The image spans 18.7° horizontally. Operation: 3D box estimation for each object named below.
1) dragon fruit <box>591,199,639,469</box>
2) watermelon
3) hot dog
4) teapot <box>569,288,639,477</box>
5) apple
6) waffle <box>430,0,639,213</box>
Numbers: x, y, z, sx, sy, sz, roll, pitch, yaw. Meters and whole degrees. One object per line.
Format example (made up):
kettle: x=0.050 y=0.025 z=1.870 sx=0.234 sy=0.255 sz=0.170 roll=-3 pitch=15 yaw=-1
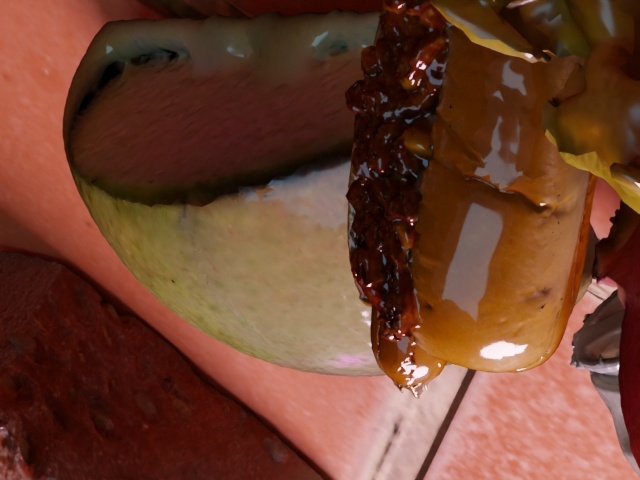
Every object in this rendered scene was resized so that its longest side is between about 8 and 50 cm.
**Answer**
dragon fruit: x=0.203 y=0.022 z=0.580 sx=0.227 sy=0.224 sz=0.224 roll=-18 pitch=116 yaw=43
watermelon: x=-0.140 y=0.118 z=1.085 sx=0.256 sy=0.193 sz=0.140 roll=55 pitch=146 yaw=5
hot dog: x=0.052 y=-0.057 z=0.659 sx=0.102 sy=0.076 sz=0.249 roll=33 pitch=121 yaw=50
teapot: x=0.195 y=0.094 z=0.788 sx=0.107 sy=0.077 sz=0.200 roll=-29 pitch=109 yaw=27
apple: x=0.000 y=0.000 z=0.839 sx=0.265 sy=0.120 sz=0.193 roll=7 pitch=140 yaw=45
waffle: x=0.179 y=-0.103 z=0.432 sx=0.325 sy=0.068 sz=0.302 roll=31 pitch=102 yaw=25
